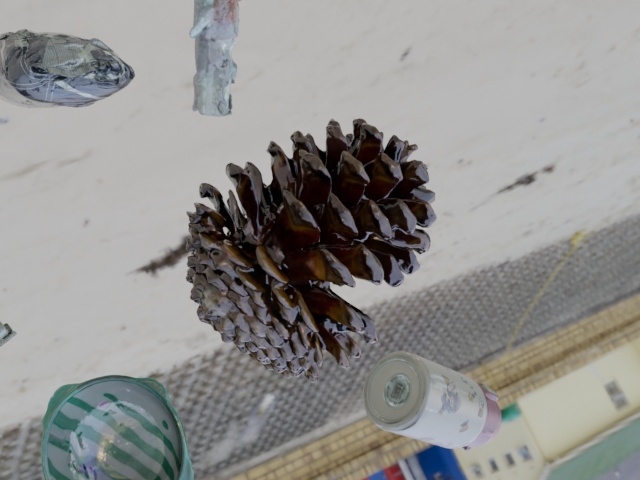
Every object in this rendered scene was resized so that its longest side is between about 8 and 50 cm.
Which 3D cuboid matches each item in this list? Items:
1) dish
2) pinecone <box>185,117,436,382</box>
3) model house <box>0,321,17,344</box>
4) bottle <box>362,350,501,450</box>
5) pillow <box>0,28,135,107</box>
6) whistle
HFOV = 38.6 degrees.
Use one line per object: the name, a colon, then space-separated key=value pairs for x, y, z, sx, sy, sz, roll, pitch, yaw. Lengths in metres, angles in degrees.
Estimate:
dish: x=-0.270 y=0.289 z=1.208 sx=0.246 sy=0.224 sz=0.078 roll=-57 pitch=171 yaw=-1
pinecone: x=0.000 y=0.001 z=0.942 sx=0.292 sy=0.246 sz=0.246 roll=-40 pitch=171 yaw=-14
model house: x=-0.603 y=0.131 z=1.373 sx=0.215 sy=0.224 sz=0.198 roll=-35 pitch=-177 yaw=-14
bottle: x=0.168 y=0.230 z=1.265 sx=0.110 sy=0.110 sz=0.233 roll=-32 pitch=143 yaw=28
pillow: x=-0.353 y=-0.218 z=1.187 sx=0.162 sy=0.092 sz=0.335 roll=2 pitch=-175 yaw=-28
whistle: x=-0.138 y=-0.348 z=1.277 sx=0.134 sy=0.346 sz=0.142 roll=4 pitch=-162 yaw=-3
